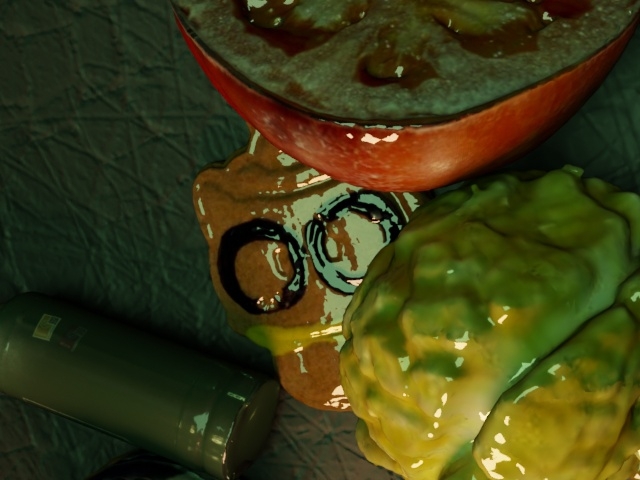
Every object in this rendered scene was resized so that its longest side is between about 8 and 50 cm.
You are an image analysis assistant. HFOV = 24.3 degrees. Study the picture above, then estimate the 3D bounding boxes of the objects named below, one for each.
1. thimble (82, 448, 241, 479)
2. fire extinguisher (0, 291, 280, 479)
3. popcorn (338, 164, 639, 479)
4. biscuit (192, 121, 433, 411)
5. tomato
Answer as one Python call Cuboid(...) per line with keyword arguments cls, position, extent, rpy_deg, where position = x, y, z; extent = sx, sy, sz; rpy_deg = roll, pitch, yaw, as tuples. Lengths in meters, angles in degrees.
Cuboid(cls="thimble", position=(-0.137, 0.296, 1.258), extent=(0.237, 0.150, 0.237), rpy_deg=(2, 98, 17))
Cuboid(cls="fire extinguisher", position=(-0.196, 0.116, 1.272), extent=(0.311, 0.114, 0.095), rpy_deg=(20, 143, 20))
Cuboid(cls="popcorn", position=(0.155, 0.074, 1.069), extent=(0.282, 0.282, 0.247), rpy_deg=(1, 134, 19))
Cuboid(cls="biscuit", position=(0.000, 0.000, 1.229), extent=(0.208, 0.041, 0.290), rpy_deg=(-15, 93, 19))
Cuboid(cls="tomato", position=(0.057, -0.147, 1.087), extent=(0.338, 0.338, 0.144), rpy_deg=(12, 138, 17))
